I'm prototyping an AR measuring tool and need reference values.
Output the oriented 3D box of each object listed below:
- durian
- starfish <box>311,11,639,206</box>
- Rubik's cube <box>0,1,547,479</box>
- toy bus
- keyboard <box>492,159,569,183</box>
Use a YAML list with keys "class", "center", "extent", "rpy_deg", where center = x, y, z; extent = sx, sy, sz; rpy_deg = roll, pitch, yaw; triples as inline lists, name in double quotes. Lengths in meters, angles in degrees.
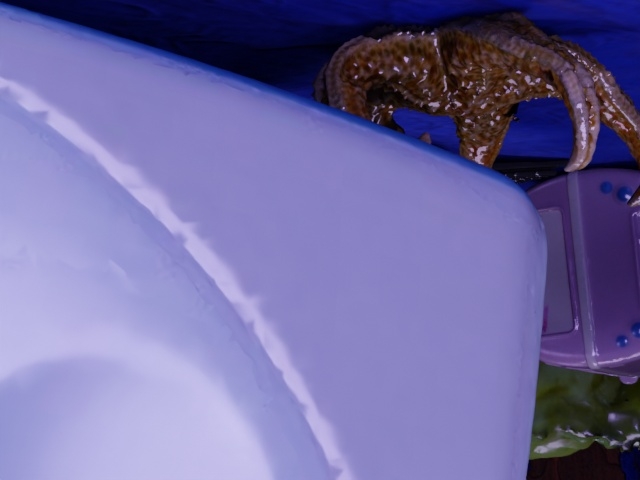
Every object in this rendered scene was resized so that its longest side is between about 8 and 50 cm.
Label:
- class: "durian"
  center: [0.117, 0.083, 1.691]
  extent: [0.340, 0.204, 0.256]
  rpy_deg: [2, 170, 42]
- class: "starfish"
  center: [0.080, -0.054, 0.883]
  extent: [0.146, 0.074, 0.190]
  rpy_deg: [-1, 173, 11]
- class: "Rubik's cube"
  center: [-0.142, 0.108, 0.805]
  extent: [0.351, 0.352, 0.347]
  rpy_deg: [18, 170, -21]
- class: "toy bus"
  center: [0.225, 0.024, 1.388]
  extent: [0.142, 0.142, 0.202]
  rpy_deg: [-10, 170, 21]
- class: "keyboard"
  center: [0.092, -0.036, 1.350]
  extent: [0.074, 0.015, 0.196]
  rpy_deg: [1, 174, -27]
